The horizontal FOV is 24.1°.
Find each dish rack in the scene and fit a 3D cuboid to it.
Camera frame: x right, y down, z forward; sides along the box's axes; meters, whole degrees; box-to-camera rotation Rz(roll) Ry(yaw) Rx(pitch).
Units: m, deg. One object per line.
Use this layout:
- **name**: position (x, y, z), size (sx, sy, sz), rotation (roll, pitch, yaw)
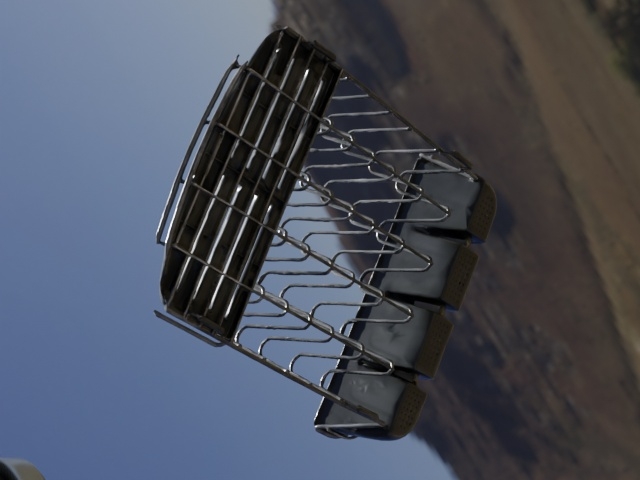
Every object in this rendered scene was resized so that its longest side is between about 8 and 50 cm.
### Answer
- **dish rack**: position (0.000, 0.000, 0.940), size (0.074, 0.208, 0.271), rotation (9, 163, 43)

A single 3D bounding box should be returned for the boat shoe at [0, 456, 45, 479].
- **boat shoe**: position (-0.145, 0.088, 0.476), size (0.079, 0.095, 0.254), rotation (14, -168, -31)
